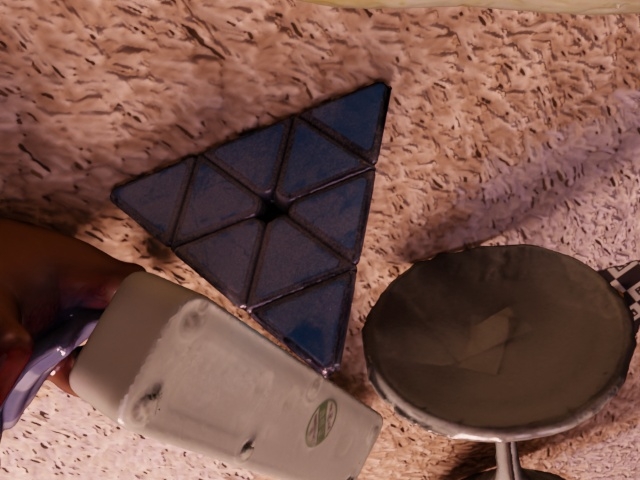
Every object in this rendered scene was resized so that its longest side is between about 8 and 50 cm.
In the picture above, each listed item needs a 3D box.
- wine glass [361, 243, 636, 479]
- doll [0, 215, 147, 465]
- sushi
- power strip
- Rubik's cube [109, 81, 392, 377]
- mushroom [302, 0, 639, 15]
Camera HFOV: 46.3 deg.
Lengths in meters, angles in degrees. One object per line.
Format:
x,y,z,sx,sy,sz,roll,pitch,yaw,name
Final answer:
0.177,0.214,0.694,0.267,0.267,0.406,-16,127,-3,wine glass
-0.279,0.130,0.493,0.317,0.209,0.340,13,120,-45,doll
0.276,0.080,0.742,0.126,0.026,0.120,-14,132,-5,sushi
-0.042,0.134,0.599,0.091,0.062,0.385,-61,148,-11,power strip
0.000,0.000,0.491,0.211,0.178,0.190,24,117,-34,Rubik's cube
0.122,-0.181,0.431,0.333,0.087,0.107,-1,131,-14,mushroom
